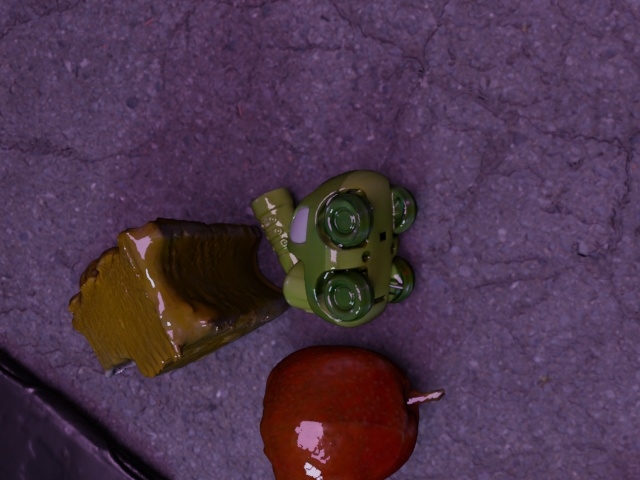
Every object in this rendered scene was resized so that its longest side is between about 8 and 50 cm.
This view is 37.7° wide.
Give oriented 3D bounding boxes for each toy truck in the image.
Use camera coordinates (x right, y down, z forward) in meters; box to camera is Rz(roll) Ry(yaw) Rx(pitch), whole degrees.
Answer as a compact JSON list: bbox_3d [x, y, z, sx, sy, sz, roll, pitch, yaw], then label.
[{"bbox_3d":[0.013,0.015,1.162,0.210,0.148,0.187,-11,93,35],"label":"toy truck"}]

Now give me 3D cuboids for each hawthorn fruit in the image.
[{"bbox_3d":[0.041,0.211,1.135,0.225,0.196,0.197,-16,88,6],"label":"hawthorn fruit"}]

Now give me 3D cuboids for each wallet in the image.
[{"bbox_3d":[-0.390,0.318,1.321,0.377,0.051,0.197,34,103,12],"label":"wallet"}]

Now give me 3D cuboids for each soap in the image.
[{"bbox_3d":[-0.232,0.090,1.121,0.304,0.338,0.169,-28,83,13],"label":"soap"}]
